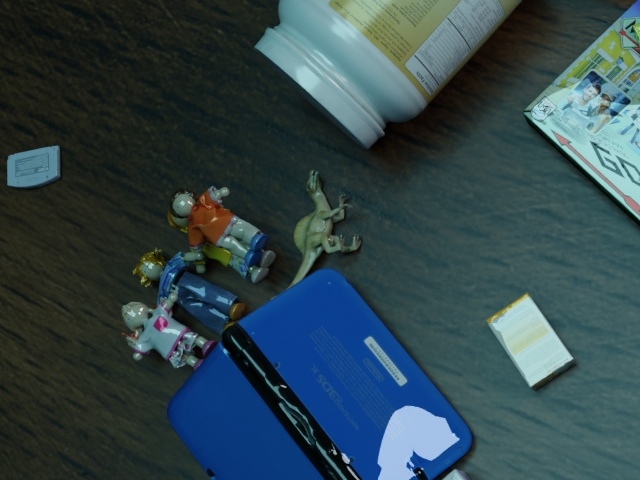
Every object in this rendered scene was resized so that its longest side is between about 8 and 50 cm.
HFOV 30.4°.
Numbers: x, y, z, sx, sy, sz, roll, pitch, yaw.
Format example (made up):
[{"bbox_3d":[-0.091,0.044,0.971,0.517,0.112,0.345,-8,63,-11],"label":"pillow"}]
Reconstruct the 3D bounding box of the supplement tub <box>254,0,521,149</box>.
[{"bbox_3d":[0.092,-0.291,1.465,0.316,0.228,0.228,-48,67,3],"label":"supplement tub"}]

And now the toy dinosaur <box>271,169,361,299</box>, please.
[{"bbox_3d":[0.000,0.000,1.527,0.093,0.053,0.183,0,68,35],"label":"toy dinosaur"}]

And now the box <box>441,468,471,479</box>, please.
[{"bbox_3d":[0.238,0.401,1.324,0.067,0.063,0.324,-43,67,3],"label":"box"}]

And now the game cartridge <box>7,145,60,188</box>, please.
[{"bbox_3d":[-0.414,-0.104,1.707,0.083,0.017,0.056,-9,70,17],"label":"game cartridge"}]

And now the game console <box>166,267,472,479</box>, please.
[{"bbox_3d":[-0.007,0.228,1.459,0.250,0.173,0.293,-32,73,-25],"label":"game console"}]

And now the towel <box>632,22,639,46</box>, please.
[{"bbox_3d":[0.421,-0.249,1.409,0.083,0.009,0.060,-21,71,12],"label":"towel"}]

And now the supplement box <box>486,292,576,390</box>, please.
[{"bbox_3d":[0.251,0.121,1.406,0.062,0.036,0.098,-34,68,8],"label":"supplement box"}]

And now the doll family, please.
[{"bbox_3d":[-0.163,0.041,1.546,0.163,0.118,0.262,31,106,17],"label":"doll family"}]

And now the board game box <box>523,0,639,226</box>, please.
[{"bbox_3d":[0.428,-0.120,1.404,0.213,0.046,0.317,-45,67,4],"label":"board game box"}]
